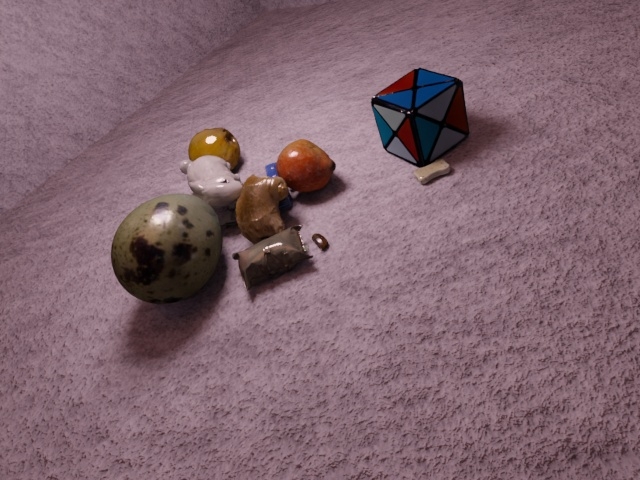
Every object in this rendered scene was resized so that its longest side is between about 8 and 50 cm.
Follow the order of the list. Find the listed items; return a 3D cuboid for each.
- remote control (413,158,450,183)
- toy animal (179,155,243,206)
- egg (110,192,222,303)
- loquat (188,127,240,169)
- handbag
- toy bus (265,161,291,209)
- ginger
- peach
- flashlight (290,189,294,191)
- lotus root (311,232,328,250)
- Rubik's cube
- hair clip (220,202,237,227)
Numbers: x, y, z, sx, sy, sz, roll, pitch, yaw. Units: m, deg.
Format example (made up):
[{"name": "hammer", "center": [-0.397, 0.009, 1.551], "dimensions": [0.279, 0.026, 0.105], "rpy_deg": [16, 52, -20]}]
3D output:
[{"name": "remote control", "center": [0.396, -0.246, 1.564], "dimensions": [0.122, 0.032, 0.074], "rpy_deg": [-23, 41, 2]}, {"name": "toy animal", "center": [-0.433, -0.227, 1.762], "dimensions": [0.258, 0.193, 0.357], "rpy_deg": [3, 19, -19]}, {"name": "egg", "center": [-0.515, 0.016, 1.517], "dimensions": [0.345, 0.345, 0.428], "rpy_deg": [-8, 41, 19]}, {"name": "loquat", "center": [-0.494, -0.404, 2.035], "dimensions": [0.244, 0.244, 0.244], "rpy_deg": [-14, 43, 13]}, {"name": "handbag", "center": [-0.163, 0.056, 1.477], "dimensions": [0.270, 0.117, 0.182], "rpy_deg": [-24, 50, 1]}, {"name": "toy bus", "center": [-0.176, -0.221, 1.776], "dimensions": [0.079, 0.094, 0.236], "rpy_deg": [-22, 42, 5]}, {"name": "ginger", "center": [-0.203, -0.124, 1.609], "dimensions": [0.221, 0.130, 0.275], "rpy_deg": [-29, 77, 12]}, {"name": "peach", "center": [-0.047, -0.287, 1.693], "dimensions": [0.233, 0.232, 0.232], "rpy_deg": [-14, 43, 13]}, {"name": "flashlight", "center": [-0.101, -0.232, 1.808], "dimensions": [0.018, 0.018, 0.083], "rpy_deg": [2, 49, 28]}, {"name": "lotus root", "center": [-0.001, -0.001, 1.513], "dimensions": [0.037, 0.030, 0.083], "rpy_deg": [-32, 42, -9]}, {"name": "Rubik's cube", "center": [0.370, -0.458, 1.636], "dimensions": [0.246, 0.250, 0.248], "rpy_deg": [-35, 40, -11]}, {"name": "hair clip", "center": [-0.328, -0.138, 1.803], "dimensions": [0.140, 0.054, 0.220], "rpy_deg": [2, 51, 22]}]
